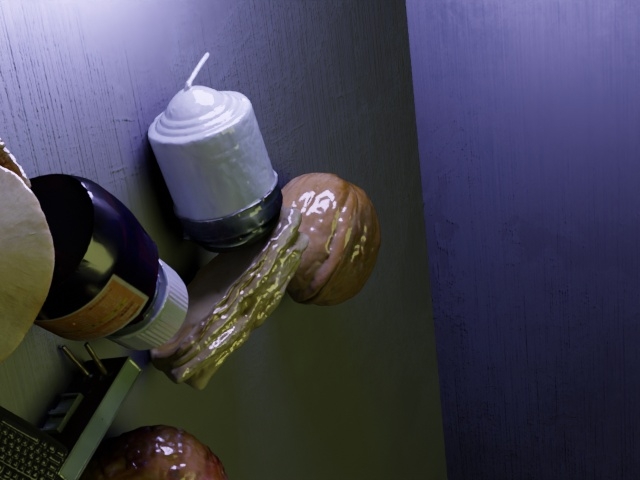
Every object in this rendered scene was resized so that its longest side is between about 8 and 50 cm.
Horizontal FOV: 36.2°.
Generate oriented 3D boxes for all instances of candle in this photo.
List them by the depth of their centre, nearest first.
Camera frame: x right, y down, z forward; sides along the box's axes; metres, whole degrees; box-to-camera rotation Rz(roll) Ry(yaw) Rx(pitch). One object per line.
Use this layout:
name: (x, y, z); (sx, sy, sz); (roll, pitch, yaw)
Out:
candle: (-0.211, -0.161, 1.903); (0.221, 0.221, 0.342); (-56, 137, -45)

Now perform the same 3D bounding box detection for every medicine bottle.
medicine bottle: (-0.359, 0.064, 1.613); (0.395, 0.243, 0.242); (51, 49, -60)

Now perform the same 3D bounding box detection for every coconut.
coconut: (-0.485, 0.029, 1.260); (0.329, 0.329, 0.328); (-13, 105, -62)

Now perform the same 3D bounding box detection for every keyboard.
keyboard: (-0.469, 0.316, 1.472); (0.381, 0.041, 0.103); (41, 53, -28)

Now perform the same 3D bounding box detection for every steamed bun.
steamed bun: (-0.186, 0.136, 2.004); (0.428, 0.247, 0.189); (-54, 127, -25)

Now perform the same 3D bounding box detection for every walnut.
walnut: (0.001, 0.000, 2.300); (0.277, 0.252, 0.313); (30, 76, -61)

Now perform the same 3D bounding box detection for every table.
table: (-0.425, 0.282, 1.644); (0.111, 0.122, 0.240); (52, 46, -29)

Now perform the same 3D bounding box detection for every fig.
fig: (-0.308, 0.485, 1.840); (0.368, 0.286, 0.286); (124, -27, -82)

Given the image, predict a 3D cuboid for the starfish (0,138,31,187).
starfish: (-0.517, -0.220, 1.307); (0.094, 0.327, 0.375); (-38, 109, -5)
